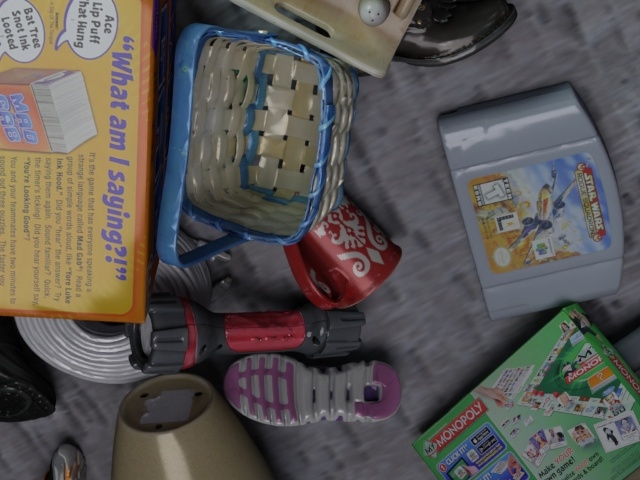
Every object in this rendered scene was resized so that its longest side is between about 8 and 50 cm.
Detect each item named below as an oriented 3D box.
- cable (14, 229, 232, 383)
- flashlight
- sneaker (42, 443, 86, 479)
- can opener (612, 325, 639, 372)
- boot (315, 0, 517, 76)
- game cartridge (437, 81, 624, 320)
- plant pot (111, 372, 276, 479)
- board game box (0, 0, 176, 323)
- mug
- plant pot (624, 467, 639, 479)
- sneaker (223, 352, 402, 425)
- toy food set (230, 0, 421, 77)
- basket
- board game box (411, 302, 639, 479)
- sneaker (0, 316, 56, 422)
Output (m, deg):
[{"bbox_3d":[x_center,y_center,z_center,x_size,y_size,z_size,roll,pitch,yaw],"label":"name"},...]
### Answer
[{"bbox_3d":[-0.272,0.074,1.862,0.257,0.089,0.257,30,116,-14],"label":"cable"},{"bbox_3d":[-0.089,0.111,1.800,0.304,0.103,0.103,-1,122,-28],"label":"flashlight"},{"bbox_3d":[-0.383,0.379,2.040,0.083,0.084,0.215,12,120,1],"label":"sneaker"},{"bbox_3d":[0.441,0.093,1.870,0.283,0.076,0.095,-39,79,21],"label":"can opener"},{"bbox_3d":[0.078,-0.312,1.636,0.263,0.091,0.229,-11,118,10],"label":"boot"},{"bbox_3d":[0.276,-0.044,1.799,0.198,0.062,0.297,-12,118,13],"label":"game cartridge"},{"bbox_3d":[-0.173,0.320,1.890,0.256,0.256,0.274,-6,121,6],"label":"plant pot"},{"bbox_3d":[-0.346,-0.145,1.553,0.356,0.356,0.356,3,108,-3],"label":"board game box"},{"bbox_3d":[0.007,-0.007,1.779,0.113,0.150,0.169,-38,107,12],"label":"mug"},{"bbox_3d":[0.553,0.307,1.852,0.305,0.334,0.334,-34,113,30],"label":"plant pot"},{"bbox_3d":[-0.014,0.205,1.915,0.236,0.104,0.095,4,80,-7],"label":"sneaker"},{"bbox_3d":[0.041,-0.354,1.536,0.220,0.092,0.306,26,112,-6],"label":"toy food set"},{"bbox_3d":[-0.084,-0.109,1.585,0.201,0.289,0.255,14,102,21],"label":"basket"},{"bbox_3d":[0.289,0.261,1.879,0.317,0.046,0.213,-47,72,32],"label":"board game box"},{"bbox_3d":[-0.437,0.142,1.898,0.109,0.130,0.286,-14,140,18],"label":"sneaker"}]
